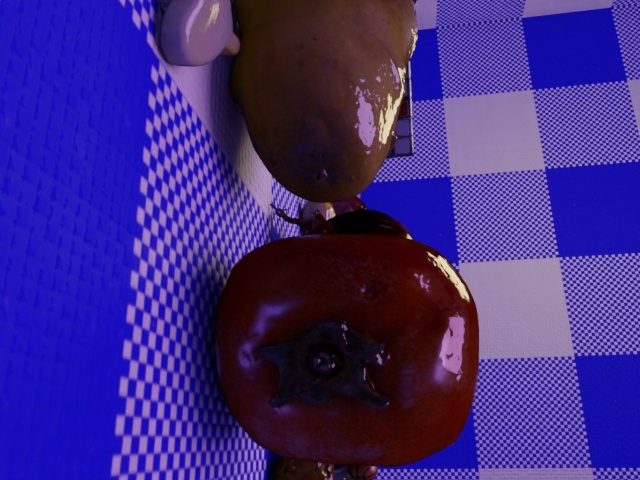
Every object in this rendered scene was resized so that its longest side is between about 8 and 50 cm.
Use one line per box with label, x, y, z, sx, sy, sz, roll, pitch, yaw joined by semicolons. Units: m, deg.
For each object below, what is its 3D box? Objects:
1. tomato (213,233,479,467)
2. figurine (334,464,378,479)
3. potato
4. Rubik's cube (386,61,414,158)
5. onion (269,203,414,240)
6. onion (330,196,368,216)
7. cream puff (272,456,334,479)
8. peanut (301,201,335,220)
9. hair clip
tomato;0.034;0.137;0.731;0.290;0.325;0.292;9;75;-79
figurine;0.019;0.357;1.066;0.133;0.176;0.236;-41;131;-64
potato;0.001;-0.253;0.812;0.296;0.290;0.397;-82;169;-53
Rubik's cube;0.136;-0.410;1.768;0.292;0.287;0.292;-67;153;-70
onion;0.031;0.033;1.052;0.285;0.273;0.273;55;21;-20
onion;0.045;-0.041;1.492;0.177;0.154;0.177;-169;-90;-89
cream puff;-0.028;0.398;0.949;0.126;0.103;0.143;96;-2;-49
peanut;0.000;0.000;1.367;0.087;0.087;0.206;-36;120;-80
hair clip;-0.136;-0.276;0.677;0.159;0.071;0.218;79;15;-52
